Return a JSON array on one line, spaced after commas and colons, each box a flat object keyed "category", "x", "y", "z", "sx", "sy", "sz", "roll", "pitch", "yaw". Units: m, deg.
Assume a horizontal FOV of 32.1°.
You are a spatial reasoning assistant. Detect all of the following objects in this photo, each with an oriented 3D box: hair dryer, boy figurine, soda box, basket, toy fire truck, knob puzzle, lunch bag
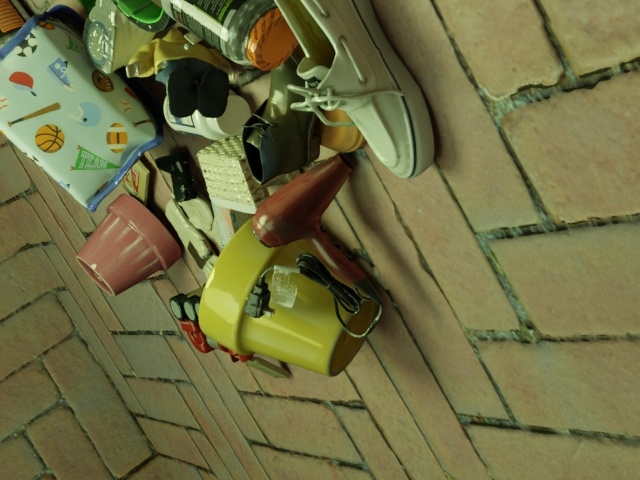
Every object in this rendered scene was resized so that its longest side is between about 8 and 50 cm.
[{"category": "hair dryer", "x": 0.000, "y": 0.000, "z": 1.766, "sx": 0.080, "sy": 0.224, "sz": 0.293, "roll": -78, "pitch": -5, "yaw": -71}, {"category": "boy figurine", "x": -0.238, "y": -0.285, "z": 1.848, "sx": 0.285, "sy": 0.177, "sz": 0.092, "roll": -131, "pitch": 42, "yaw": -61}, {"category": "soda box", "x": -0.160, "y": -0.018, "z": 2.164, "sx": 0.063, "sy": 0.058, "sz": 0.183, "roll": 35, "pitch": 148, "yaw": 36}, {"category": "basket", "x": -0.122, "y": -0.121, "z": 1.908, "sx": 0.167, "sy": 0.113, "sz": 0.103, "roll": 16, "pitch": 130, "yaw": 54}, {"category": "toy fire truck", "x": -0.192, "y": 0.212, "z": 2.433, "sx": 0.217, "sy": 0.158, "sz": 0.246, "roll": 0, "pitch": 110, "yaw": 60}, {"category": "knob puzzle", "x": -0.442, "y": -0.183, "z": 2.496, "sx": 0.213, "sy": 0.030, "sz": 0.213, "roll": 41, "pitch": 153, "yaw": 27}, {"category": "lunch bag", "x": -0.470, "y": -0.268, "z": 2.124, "sx": 0.328, "sy": 0.239, "sz": 0.385, "roll": 47, "pitch": -177, "yaw": -14}]

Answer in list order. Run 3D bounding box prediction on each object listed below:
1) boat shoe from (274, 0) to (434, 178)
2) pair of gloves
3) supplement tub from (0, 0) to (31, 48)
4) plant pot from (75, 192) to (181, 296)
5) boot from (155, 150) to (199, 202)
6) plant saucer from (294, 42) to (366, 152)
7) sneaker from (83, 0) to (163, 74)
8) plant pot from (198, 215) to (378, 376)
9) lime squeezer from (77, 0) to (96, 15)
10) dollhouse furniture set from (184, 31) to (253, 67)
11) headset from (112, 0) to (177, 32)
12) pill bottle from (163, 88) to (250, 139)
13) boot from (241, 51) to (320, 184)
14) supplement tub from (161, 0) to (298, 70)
[{"category": "boat shoe", "x": 0.018, "y": -0.224, "z": 1.473, "sx": 0.136, "sy": 0.156, "sz": 0.367, "roll": 7, "pitch": 127, "yaw": 59}, {"category": "pair of gloves", "x": -0.258, "y": -0.021, "z": 2.355, "sx": 0.204, "sy": 0.042, "sz": 0.240, "roll": 53, "pitch": 154, "yaw": 5}, {"category": "supplement tub", "x": -0.759, "y": -0.476, "z": 2.492, "sx": 0.338, "sy": 0.207, "sz": 0.207, "roll": 54, "pitch": 155, "yaw": 5}, {"category": "plant pot", "x": -0.451, "y": 0.023, "z": 2.546, "sx": 0.201, "sy": 0.180, "sz": 0.201, "roll": 40, "pitch": 161, "yaw": 17}, {"category": "boot", "x": -0.291, "y": -0.126, "z": 2.252, "sx": 0.121, "sy": 0.045, "sz": 0.099, "roll": -7, "pitch": 96, "yaw": 56}, {"category": "plant saucer", "x": -0.004, "y": -0.216, "z": 1.667, "sx": 0.200, "sy": 0.037, "sz": 0.200, "roll": 42, "pitch": 152, "yaw": 28}, {"category": "sneaker", "x": -0.319, "y": -0.424, "z": 1.895, "sx": 0.111, "sy": 0.129, "sz": 0.297, "roll": 46, "pitch": 135, "yaw": 23}, {"category": "plant pot", "x": -0.043, "y": 0.110, "z": 1.918, "sx": 0.239, "sy": 0.254, "sz": 0.254, "roll": 29, "pitch": 147, "yaw": 19}, {"category": "lime squeezer", "x": -0.404, "y": -0.454, "z": 2.090, "sx": 0.110, "sy": 0.059, "sz": 0.310, "roll": -30, "pitch": 93, "yaw": 35}, {"category": "dollhouse furniture set", "x": -0.161, "y": -0.319, "z": 1.765, "sx": 0.114, "sy": 0.081, "sz": 0.091, "roll": 42, "pitch": 152, "yaw": 26}, {"category": "headset", "x": -0.298, "y": -0.462, "z": 1.605, "sx": 0.243, "sy": 0.185, "sz": 0.394, "roll": 44, "pitch": 152, "yaw": 22}, {"category": "pill bottle", "x": -0.193, "y": -0.224, "z": 1.926, "sx": 0.169, "sy": 0.094, "sz": 0.094, "roll": 18, "pitch": 136, "yaw": 53}, {"category": "boot", "x": -0.065, "y": -0.180, "z": 1.645, "sx": 0.082, "sy": 0.106, "sz": 0.219, "roll": 33, "pitch": 148, "yaw": 39}, {"category": "supplement tub", "x": -0.125, "y": -0.324, "z": 1.566, "sx": 0.190, "sy": 0.117, "sz": 0.117, "roll": 38, "pitch": 150, "yaw": 25}]
